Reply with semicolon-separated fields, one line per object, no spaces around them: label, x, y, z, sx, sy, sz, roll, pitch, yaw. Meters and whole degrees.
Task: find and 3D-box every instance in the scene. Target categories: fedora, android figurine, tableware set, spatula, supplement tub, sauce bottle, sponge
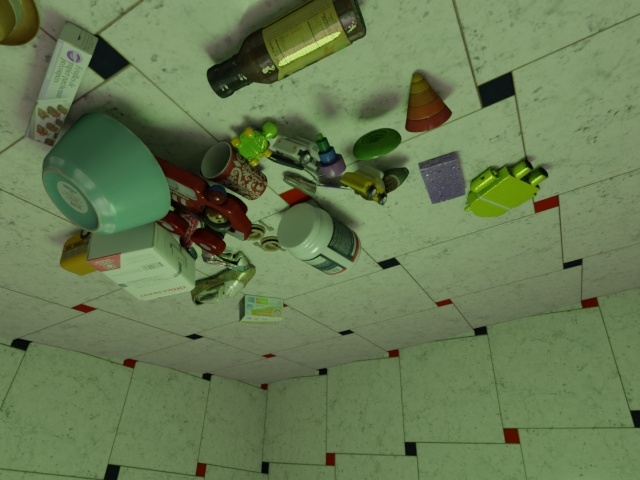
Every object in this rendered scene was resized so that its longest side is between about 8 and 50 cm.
fedora;-0.624;-0.427;0.738;0.194;0.079;0.194;-4;148;-2
android figurine;0.617;-0.164;1.388;0.248;0.056;0.273;12;144;-27
tableware set;-0.218;0.001;1.549;0.128;0.039;0.194;-22;145;25
spatula;-0.039;-0.201;1.241;0.296;0.030;0.084;23;178;-30
supplement tub;0.000;0.000;1.435;0.191;0.191;0.272;-25;144;29
sauce bottle;-0.079;-0.399;0.845;0.345;0.111;0.111;-17;147;22
sponge;0.399;-0.196;1.326;0.117;0.031;0.210;-16;148;18

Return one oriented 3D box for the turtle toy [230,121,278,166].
turtle toy;-0.168;-0.266;1.088;0.130;0.066;0.095;-27;120;28

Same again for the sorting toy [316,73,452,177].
sorting toy;0.144;-0.293;1.004;0.366;0.127;0.126;-28;123;-3

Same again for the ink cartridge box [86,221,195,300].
ink cartridge box;-0.551;0.067;1.291;0.207;0.117;0.283;-12;147;4

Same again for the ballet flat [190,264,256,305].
ballet flat;-0.427;0.208;1.789;0.349;0.123;0.123;-20;146;22

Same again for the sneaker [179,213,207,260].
sneaker;-0.424;-0.032;1.403;0.112;0.120;0.299;-29;167;-25

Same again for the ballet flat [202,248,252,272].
ballet flat;-0.359;0.074;1.629;0.222;0.077;0.079;19;122;-34

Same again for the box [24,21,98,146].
box;-0.586;-0.334;0.913;0.063;0.067;0.324;21;141;-36

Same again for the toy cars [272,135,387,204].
toy cars;0.050;-0.209;1.153;0.394;0.087;0.176;23;-175;-20

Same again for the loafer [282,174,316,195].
loafer;-0.064;-0.180;1.283;0.125;0.039;0.045;25;171;-36

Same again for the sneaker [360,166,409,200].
sneaker;0.205;-0.181;1.285;0.064;0.086;0.192;55;153;-10

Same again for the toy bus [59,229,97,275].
toy bus;-0.724;0.010;1.399;0.333;0.130;0.108;-17;147;19

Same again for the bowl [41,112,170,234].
bowl;-0.548;-0.135;1.010;0.312;0.163;0.311;19;136;19

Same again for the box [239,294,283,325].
box;-0.296;0.353;2.051;0.203;0.114;0.103;9;146;-25

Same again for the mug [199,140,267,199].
mug;-0.251;-0.198;1.179;0.150;0.113;0.169;28;178;39

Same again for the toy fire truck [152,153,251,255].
toy fire truck;-0.333;-0.102;1.123;0.302;0.169;0.254;27;159;2
